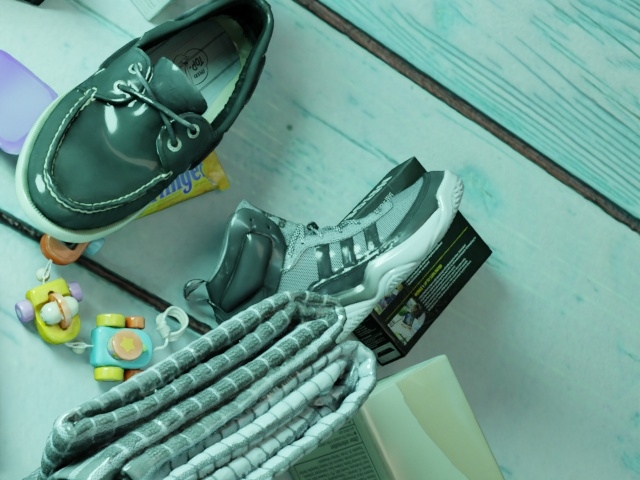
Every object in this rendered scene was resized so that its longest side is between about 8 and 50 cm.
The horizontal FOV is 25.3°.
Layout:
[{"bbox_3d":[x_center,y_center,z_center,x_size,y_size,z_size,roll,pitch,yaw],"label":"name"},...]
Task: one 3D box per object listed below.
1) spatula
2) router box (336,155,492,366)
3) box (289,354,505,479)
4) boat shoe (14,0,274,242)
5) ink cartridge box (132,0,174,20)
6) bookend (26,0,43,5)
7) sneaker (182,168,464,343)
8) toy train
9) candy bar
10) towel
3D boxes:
[{"bbox_3d":[-0.339,-0.201,1.234,0.296,0.030,0.084,50,51,-8],"label":"spatula"},{"bbox_3d":[0.079,0.018,1.432,0.133,0.046,0.179,51,52,-7],"label":"router box"},{"bbox_3d":[0.098,0.278,1.285,0.121,0.148,0.311,-23,88,-39],"label":"box"},{"bbox_3d":[-0.138,-0.124,1.262,0.127,0.113,0.340,49,43,-2],"label":"boat shoe"},{"bbox_3d":[-0.134,-0.294,1.318,0.104,0.181,0.061,50,52,-8],"label":"ink cartridge box"},{"bbox_3d":[-0.301,-0.317,1.280,0.156,0.072,0.157,19,51,-41],"label":"bookend"},{"bbox_3d":[0.000,0.000,1.303,0.268,0.101,0.153,-45,93,-6],"label":"sneaker"},{"bbox_3d":[-0.187,0.045,1.224,0.166,0.046,0.125,45,63,-13],"label":"toy train"},{"bbox_3d":[-0.152,-0.043,1.313,0.161,0.018,0.040,-24,87,-39],"label":"candy bar"},{"bbox_3d":[-0.120,0.159,1.121,0.283,0.235,0.121,-31,88,-40],"label":"towel"}]
